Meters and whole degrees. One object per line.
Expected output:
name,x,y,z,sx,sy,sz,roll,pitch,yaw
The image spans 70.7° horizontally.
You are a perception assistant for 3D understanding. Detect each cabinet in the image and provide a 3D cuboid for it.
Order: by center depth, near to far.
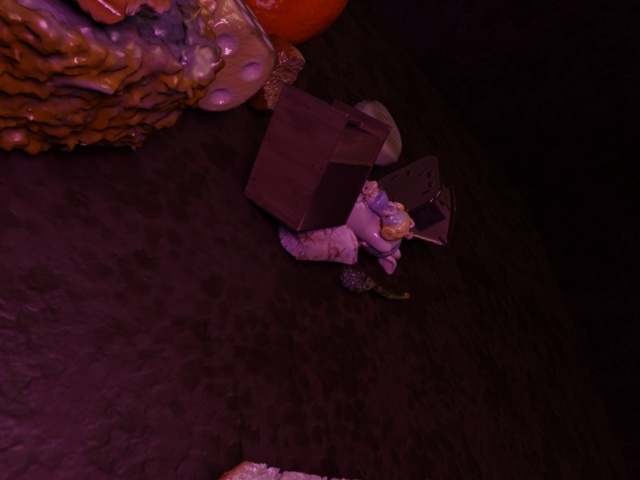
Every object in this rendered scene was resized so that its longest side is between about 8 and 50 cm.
cabinet,-0.008,-0.150,0.828,0.148,0.215,0.175,36,24,24

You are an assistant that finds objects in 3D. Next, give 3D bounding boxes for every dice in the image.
dice,-0.192,-0.348,0.796,0.166,0.169,0.169,32,29,-58

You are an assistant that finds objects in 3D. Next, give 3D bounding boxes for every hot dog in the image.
hot dog,0.000,0.000,0.885,0.191,0.059,0.108,8,47,-44

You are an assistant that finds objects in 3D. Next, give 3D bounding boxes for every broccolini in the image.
broccolini,0.127,0.105,0.976,0.239,0.054,0.051,24,30,-45

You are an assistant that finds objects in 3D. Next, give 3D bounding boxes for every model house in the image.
model house,0.286,-0.043,1.199,0.278,0.205,0.218,49,33,-26

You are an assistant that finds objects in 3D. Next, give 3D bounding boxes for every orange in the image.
orange,-0.130,-0.627,1.012,0.424,0.326,0.423,31,29,-20

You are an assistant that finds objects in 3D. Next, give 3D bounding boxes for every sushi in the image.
sushi,-0.321,-0.309,0.559,0.351,0.240,0.396,-12,75,-57

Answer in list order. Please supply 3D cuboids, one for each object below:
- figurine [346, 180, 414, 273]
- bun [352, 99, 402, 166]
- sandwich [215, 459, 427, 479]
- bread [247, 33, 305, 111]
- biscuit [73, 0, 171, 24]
figurine,0.138,-0.025,1.008,0.235,0.155,0.127,43,44,-23
bun,0.150,-0.307,1.313,0.221,0.108,0.221,39,39,-40
sandwich,0.029,0.338,0.500,0.288,0.099,0.254,43,37,20
bread,-0.115,-0.366,0.982,0.125,0.156,0.086,39,21,24
biscuit,-0.218,-0.310,0.456,0.176,0.031,0.228,45,36,-28
